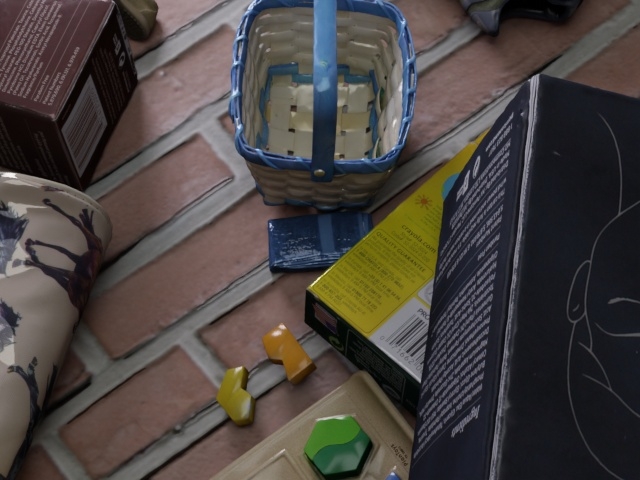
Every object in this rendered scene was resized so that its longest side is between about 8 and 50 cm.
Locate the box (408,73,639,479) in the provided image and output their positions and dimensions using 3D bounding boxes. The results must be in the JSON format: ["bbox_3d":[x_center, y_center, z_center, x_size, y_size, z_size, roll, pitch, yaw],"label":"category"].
[{"bbox_3d":[0.349,0.162,1.567,0.480,0.297,0.471,14,63,-8],"label":"box"}]

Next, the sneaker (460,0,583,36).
[{"bbox_3d":[0.293,-0.325,1.986,0.300,0.111,0.121,-21,75,-1],"label":"sneaker"}]

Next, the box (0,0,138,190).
[{"bbox_3d":[-0.339,-0.187,1.909,0.203,0.168,0.167,18,66,11],"label":"box"}]

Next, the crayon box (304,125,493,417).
[{"bbox_3d":[0.163,0.034,1.806,0.202,0.081,0.318,40,65,21],"label":"crayon box"}]

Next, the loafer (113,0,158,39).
[{"bbox_3d":[-0.248,-0.304,2.005,0.148,0.056,0.050,52,50,-17],"label":"loafer"}]

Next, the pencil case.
[{"bbox_3d":[-0.365,0.128,1.760,0.184,0.160,0.410,16,66,3],"label":"pencil case"}]

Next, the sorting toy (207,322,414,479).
[{"bbox_3d":[-0.017,0.236,1.727,0.229,0.041,0.307,-37,61,-3],"label":"sorting toy"}]

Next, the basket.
[{"bbox_3d":[0.003,-0.182,1.818,0.201,0.289,0.254,0,63,4],"label":"basket"}]

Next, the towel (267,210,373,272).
[{"bbox_3d":[0.000,0.000,1.874,0.120,0.029,0.067,-6,63,1],"label":"towel"}]
